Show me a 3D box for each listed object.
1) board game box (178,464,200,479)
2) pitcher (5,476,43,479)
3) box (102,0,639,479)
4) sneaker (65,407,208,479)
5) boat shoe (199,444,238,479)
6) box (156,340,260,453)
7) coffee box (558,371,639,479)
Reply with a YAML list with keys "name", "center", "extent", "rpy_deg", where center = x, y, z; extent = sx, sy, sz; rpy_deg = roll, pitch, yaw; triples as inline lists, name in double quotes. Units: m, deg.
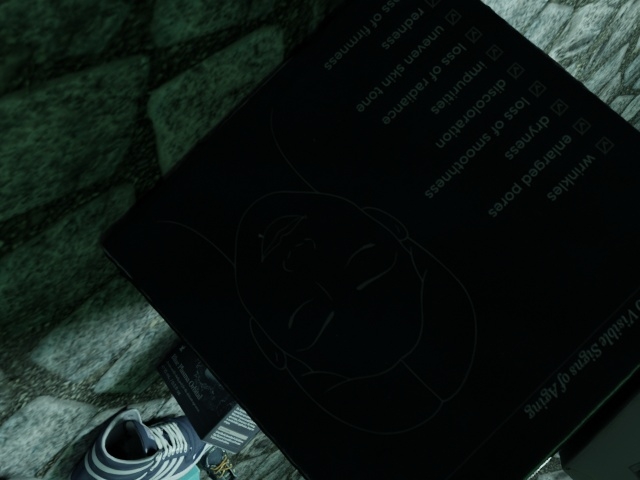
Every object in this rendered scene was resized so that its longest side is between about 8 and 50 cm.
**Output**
- name: "board game box"
  center: [-0.382, 0.550, 1.666]
  extent: [0.336, 0.079, 0.253]
  rpy_deg: [-37, 161, -24]
- name: "pitcher"
  center: [-0.436, 0.404, 1.195]
  extent: [0.178, 0.125, 0.207]
  rpy_deg: [-16, 161, -28]
- name: "box"
  center: [0.115, 0.032, 0.987]
  extent: [0.480, 0.472, 0.297]
  rpy_deg: [-44, 162, -1]
- name: "sneaker"
  center: [-0.262, 0.322, 1.401]
  extent: [0.282, 0.099, 0.153]
  rpy_deg: [-17, 149, -49]
- name: "boat shoe"
  center: [-0.213, 0.469, 1.849]
  extent: [0.065, 0.083, 0.183]
  rpy_deg: [-39, 161, -19]
- name: "box"
  center: [-0.131, 0.195, 1.286]
  extent: [0.158, 0.156, 0.093]
  rpy_deg: [-46, 141, 3]
- name: "coffee box"
  center: [0.483, 0.227, 0.899]
  extent: [0.337, 0.338, 0.334]
  rpy_deg: [-45, 164, 4]
